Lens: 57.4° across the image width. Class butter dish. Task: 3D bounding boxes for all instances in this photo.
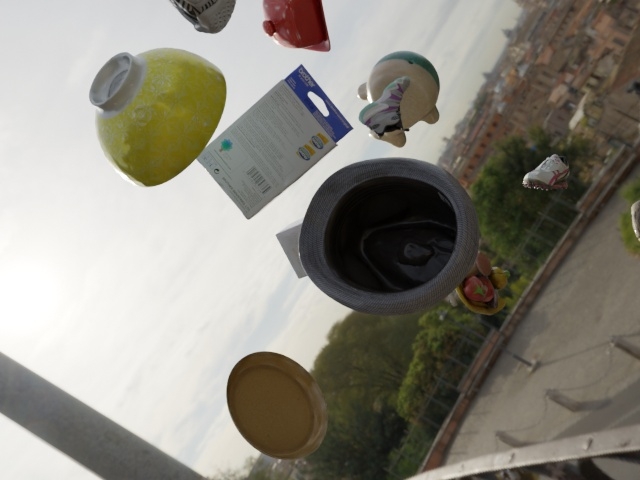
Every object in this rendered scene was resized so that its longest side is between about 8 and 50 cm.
[{"bbox_3d":[-0.072,-0.472,1.255,0.118,0.160,0.160,-32,-52,-25],"label":"butter dish"}]

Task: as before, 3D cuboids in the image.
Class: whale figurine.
[{"bbox_3d":[0.200,-0.355,1.468,0.272,0.216,0.141,99,-167,-59],"label":"whale figurine"}]

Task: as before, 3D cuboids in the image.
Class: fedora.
[{"bbox_3d":[0.116,0.004,0.896,0.124,0.275,0.243,35,-115,-55],"label":"fedora"}]

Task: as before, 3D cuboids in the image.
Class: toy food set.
[{"bbox_3d":[0.327,0.077,1.177,0.071,0.128,0.218,-28,-27,35],"label":"toy food set"}]

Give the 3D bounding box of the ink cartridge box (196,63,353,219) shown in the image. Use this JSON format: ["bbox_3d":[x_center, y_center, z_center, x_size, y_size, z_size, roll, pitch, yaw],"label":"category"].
[{"bbox_3d":[-0.099,-0.212,1.283,0.311,0.186,0.065,-39,0,13],"label":"ink cartridge box"}]

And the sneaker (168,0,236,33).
[{"bbox_3d":[-0.248,-0.416,0.713,0.137,0.210,0.366,-64,-28,-19],"label":"sneaker"}]

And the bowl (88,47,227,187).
[{"bbox_3d":[-0.336,-0.260,1.103,0.156,0.289,0.289,35,-97,-48],"label":"bowl"}]

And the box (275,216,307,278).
[{"bbox_3d":[0.000,0.000,1.435,0.170,0.130,0.091,-21,11,34],"label":"box"}]

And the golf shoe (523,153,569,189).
[{"bbox_3d":[0.536,-0.163,1.391,0.186,0.067,0.086,-10,-71,-48],"label":"golf shoe"}]

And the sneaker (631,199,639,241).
[{"bbox_3d":[0.529,-0.014,0.810,0.066,0.188,0.071,76,-161,-69],"label":"sneaker"}]

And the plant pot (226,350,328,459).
[{"bbox_3d":[-0.091,0.338,1.196,0.032,0.236,0.236,-50,2,36],"label":"plant pot"}]

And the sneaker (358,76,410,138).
[{"bbox_3d":[0.111,-0.189,0.862,0.098,0.069,0.038,-43,-9,-3],"label":"sneaker"}]
